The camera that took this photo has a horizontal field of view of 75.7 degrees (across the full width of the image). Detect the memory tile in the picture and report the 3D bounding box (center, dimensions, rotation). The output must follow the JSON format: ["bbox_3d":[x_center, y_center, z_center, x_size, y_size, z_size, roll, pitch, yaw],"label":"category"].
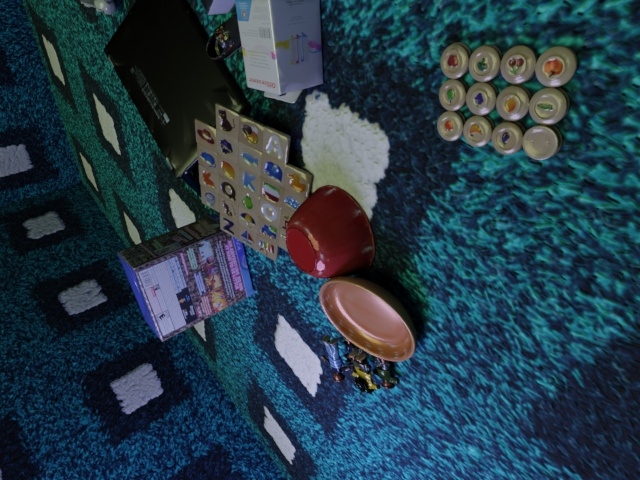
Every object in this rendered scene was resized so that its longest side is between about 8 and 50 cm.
[{"bbox_3d":[0.192,-0.152,0.449,0.148,0.012,0.113,27,134,42],"label":"memory tile"}]

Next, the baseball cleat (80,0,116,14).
[{"bbox_3d":[-0.628,-0.707,1.170,0.206,0.072,0.109,35,123,33],"label":"baseball cleat"}]

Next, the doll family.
[{"bbox_3d":[0.076,0.266,0.867,0.193,0.076,0.111,19,132,54],"label":"doll family"}]

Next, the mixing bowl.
[{"bbox_3d":[0.000,0.000,0.752,0.181,0.098,0.181,35,138,38],"label":"mixing bowl"}]

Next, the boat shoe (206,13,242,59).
[{"bbox_3d":[-0.177,-0.382,0.778,0.133,0.042,0.048,-10,102,55],"label":"boat shoe"}]

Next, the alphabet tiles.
[{"bbox_3d":[-0.152,-0.108,0.887,0.285,0.011,0.342,28,138,16],"label":"alphabet tiles"}]

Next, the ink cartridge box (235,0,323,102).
[{"bbox_3d":[-0.059,-0.292,0.630,0.092,0.090,0.143,31,137,40],"label":"ink cartridge box"}]

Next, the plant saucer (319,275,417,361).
[{"bbox_3d":[0.088,0.137,0.747,0.200,0.037,0.199,29,145,23],"label":"plant saucer"}]

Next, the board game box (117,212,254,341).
[{"bbox_3d":[-0.360,0.092,1.144,0.141,0.291,0.231,25,131,46],"label":"board game box"}]

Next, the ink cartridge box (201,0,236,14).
[{"bbox_3d":[-0.134,-0.514,0.603,0.333,0.065,0.165,-25,91,57],"label":"ink cartridge box"}]

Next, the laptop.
[{"bbox_3d":[-0.338,-0.350,1.051,0.408,0.236,0.381,-35,83,29],"label":"laptop"}]
